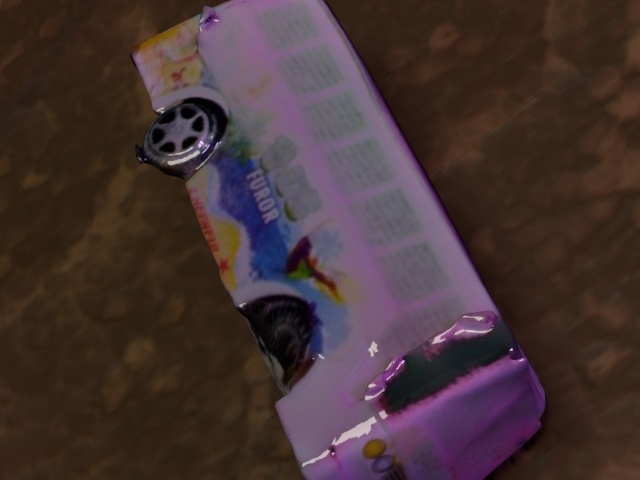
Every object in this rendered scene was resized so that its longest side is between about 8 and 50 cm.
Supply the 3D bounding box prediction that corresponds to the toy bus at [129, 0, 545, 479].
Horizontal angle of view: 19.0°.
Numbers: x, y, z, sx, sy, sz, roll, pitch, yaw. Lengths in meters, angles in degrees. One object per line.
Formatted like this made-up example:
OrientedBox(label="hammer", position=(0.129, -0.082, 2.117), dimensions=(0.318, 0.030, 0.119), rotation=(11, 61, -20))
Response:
OrientedBox(label="toy bus", position=(0.000, 0.000, 0.850), dimensions=(0.112, 0.090, 0.274), rotation=(-28, 50, 2))
